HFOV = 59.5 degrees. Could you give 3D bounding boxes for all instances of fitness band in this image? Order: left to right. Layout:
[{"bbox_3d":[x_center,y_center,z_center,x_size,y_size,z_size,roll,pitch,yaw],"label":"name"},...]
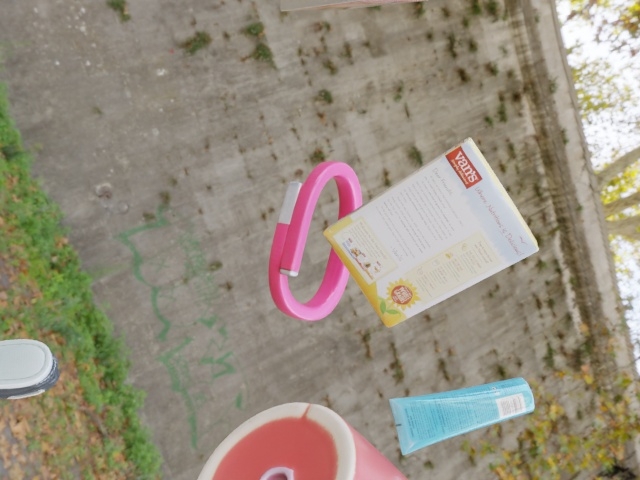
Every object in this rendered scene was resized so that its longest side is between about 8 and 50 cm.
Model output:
[{"bbox_3d":[0.000,0.000,1.003,0.054,0.209,0.290,11,-98,33],"label":"fitness band"}]

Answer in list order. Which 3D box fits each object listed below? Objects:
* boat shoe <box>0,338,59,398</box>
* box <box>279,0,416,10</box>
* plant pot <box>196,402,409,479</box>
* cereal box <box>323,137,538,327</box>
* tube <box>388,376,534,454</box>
[{"bbox_3d":[-0.613,0.227,0.962,0.091,0.303,0.114,104,-9,-55],"label":"boat shoe"},{"bbox_3d":[0.042,-0.365,0.758,0.170,0.130,0.091,19,-61,47],"label":"box"},{"bbox_3d":[-0.004,0.337,0.632,0.275,0.275,0.243,39,-20,59],"label":"plant pot"},{"bbox_3d":[0.148,-0.005,0.775,0.173,0.240,0.047,57,22,-4],"label":"cereal box"},{"bbox_3d":[0.212,0.255,0.840,0.052,0.207,0.080,88,-11,-66],"label":"tube"}]
